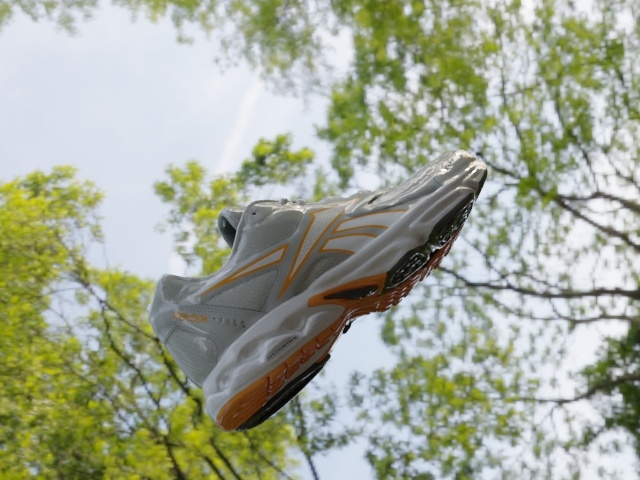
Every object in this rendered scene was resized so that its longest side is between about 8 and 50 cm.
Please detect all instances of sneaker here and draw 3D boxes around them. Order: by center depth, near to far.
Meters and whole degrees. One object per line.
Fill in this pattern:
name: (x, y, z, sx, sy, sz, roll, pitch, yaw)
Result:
sneaker: (0.000, 0.000, 0.629, 0.262, 0.121, 0.099, -38, -19, -26)
